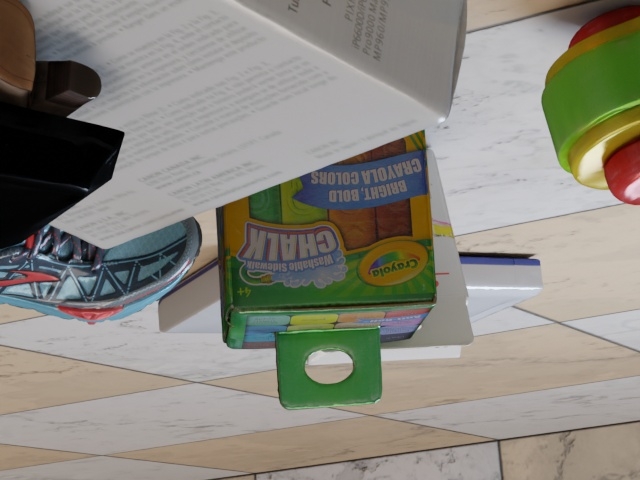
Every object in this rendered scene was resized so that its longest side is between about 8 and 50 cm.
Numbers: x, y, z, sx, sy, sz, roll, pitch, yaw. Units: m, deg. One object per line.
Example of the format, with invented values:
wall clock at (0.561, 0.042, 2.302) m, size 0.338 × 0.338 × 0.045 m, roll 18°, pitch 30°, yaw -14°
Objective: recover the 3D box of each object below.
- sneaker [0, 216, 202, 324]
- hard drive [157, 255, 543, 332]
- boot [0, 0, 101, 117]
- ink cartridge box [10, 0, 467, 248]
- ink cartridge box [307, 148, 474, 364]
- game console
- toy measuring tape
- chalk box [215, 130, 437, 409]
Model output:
sneaker at (-0.216, 0.002, 1.360) m, size 0.261 × 0.104 × 0.125 m, roll -2°, pitch 164°, yaw -10°
hard drive at (0.026, 0.054, 1.788) m, size 0.318 × 0.040 × 0.210 m, roll 2°, pitch 165°, yaw -25°
boot at (-0.168, -0.083, 0.887) m, size 0.087 × 0.042 × 0.118 m, roll -8°, pitch 152°, yaw 37°
ink cartridge box at (-0.165, -0.131, 0.942) m, size 0.385 × 0.091 × 0.308 m, roll 27°, pitch 150°, yaw -35°
ink cartridge box at (0.040, 0.024, 1.324) m, size 0.115 × 0.198 × 0.067 m, roll -3°, pitch 134°, yaw -6°
game console at (-0.284, -0.038, 0.854) m, size 0.213 × 0.044 × 0.361 m, roll -18°, pitch 160°, yaw 40°
toy measuring tape at (0.182, -0.103, 1.050) m, size 0.121 × 0.121 × 0.330 m, roll -6°, pitch 158°, yaw 8°
chalk box at (0.000, 0.000, 1.180) m, size 0.132 × 0.213 × 0.132 m, roll -3°, pitch 167°, yaw -6°
